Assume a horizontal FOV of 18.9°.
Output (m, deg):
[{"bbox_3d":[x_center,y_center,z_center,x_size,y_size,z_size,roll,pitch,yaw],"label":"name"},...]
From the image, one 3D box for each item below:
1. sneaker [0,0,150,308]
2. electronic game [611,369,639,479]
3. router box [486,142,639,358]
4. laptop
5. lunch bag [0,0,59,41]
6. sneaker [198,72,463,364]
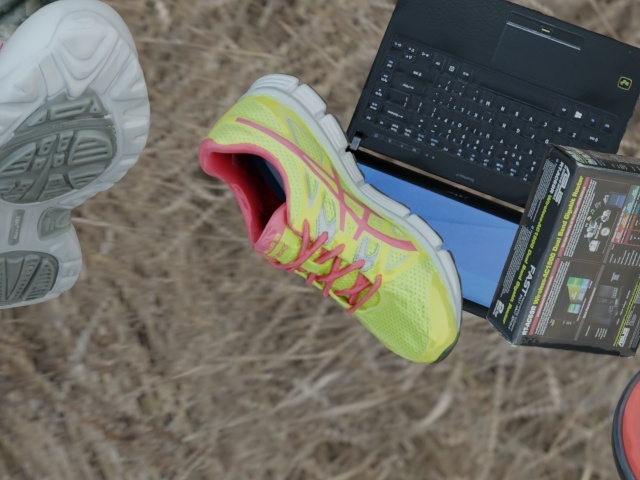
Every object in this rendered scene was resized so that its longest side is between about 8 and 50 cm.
[{"bbox_3d":[-0.150,-0.060,0.933,0.090,0.232,0.115,-2,63,-26],"label":"sneaker"},{"bbox_3d":[0.354,0.174,1.587,0.229,0.048,0.229,3,48,-3],"label":"electronic game"},{"bbox_3d":[0.164,0.008,1.160,0.092,0.038,0.122,8,111,-28],"label":"router box"},{"bbox_3d":[0.124,-0.084,1.632,0.234,0.136,0.264,22,92,13],"label":"laptop"},{"bbox_3d":[-0.320,-0.246,1.530,0.287,0.235,0.169,5,127,-9],"label":"lunch bag"},{"bbox_3d":[0.000,0.000,1.176,0.208,0.094,0.081,49,134,6],"label":"sneaker"}]
